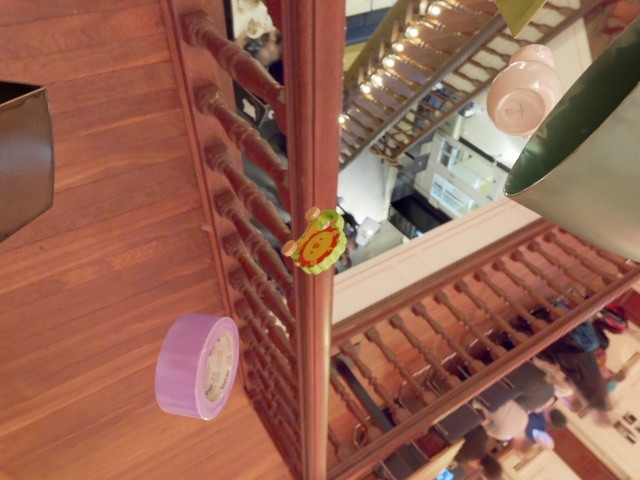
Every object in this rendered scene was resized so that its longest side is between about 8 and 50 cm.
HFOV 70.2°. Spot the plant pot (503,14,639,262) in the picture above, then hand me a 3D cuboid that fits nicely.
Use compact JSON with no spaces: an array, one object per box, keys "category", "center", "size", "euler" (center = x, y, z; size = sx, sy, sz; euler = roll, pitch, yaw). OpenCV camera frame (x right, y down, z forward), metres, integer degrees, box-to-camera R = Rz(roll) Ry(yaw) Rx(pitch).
[{"category":"plant pot","center":[0.412,-0.104,0.538],"size":[0.293,0.235,0.293],"euler":[-54,177,-5]}]

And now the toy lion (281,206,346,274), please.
[{"category":"toy lion","center":[0.000,0.000,0.611],"size":[0.034,0.096,0.100],"euler":[46,64,-31]}]

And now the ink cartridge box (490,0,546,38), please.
[{"category":"ink cartridge box","center":[0.141,-0.283,0.378],"size":[0.062,0.209,0.109],"euler":[8,145,-24]}]

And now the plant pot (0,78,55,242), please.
[{"category":"plant pot","center":[-0.452,-0.091,0.563],"size":[0.188,0.187,0.167],"euler":[-64,160,-49]}]

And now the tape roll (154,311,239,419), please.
[{"category":"tape roll","center":[-0.226,0.234,0.861],"size":[0.080,0.189,0.189],"euler":[4,139,12]}]

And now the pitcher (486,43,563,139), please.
[{"category":"pitcher","center":[0.388,-0.254,0.856],"size":[0.207,0.125,0.178],"euler":[-52,131,-46]}]
